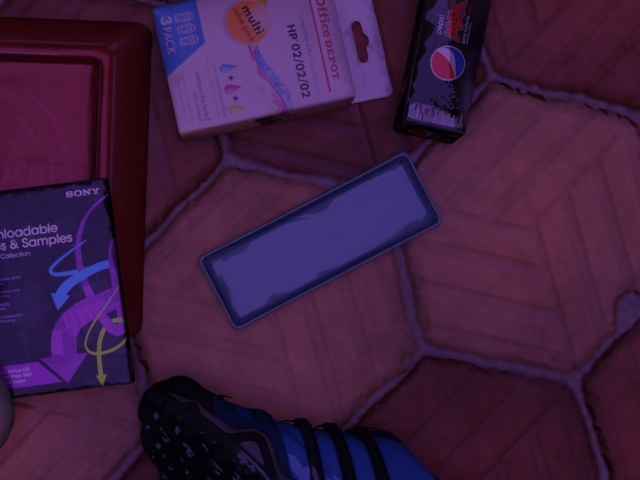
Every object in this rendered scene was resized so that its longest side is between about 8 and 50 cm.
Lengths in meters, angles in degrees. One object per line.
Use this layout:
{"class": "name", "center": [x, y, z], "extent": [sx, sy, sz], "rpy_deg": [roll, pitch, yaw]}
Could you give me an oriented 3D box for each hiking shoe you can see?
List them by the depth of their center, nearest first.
{"class": "hiking shoe", "center": [-0.002, 0.192, 1.264], "extent": [0.304, 0.113, 0.132], "rpy_deg": [32, 44, 10]}

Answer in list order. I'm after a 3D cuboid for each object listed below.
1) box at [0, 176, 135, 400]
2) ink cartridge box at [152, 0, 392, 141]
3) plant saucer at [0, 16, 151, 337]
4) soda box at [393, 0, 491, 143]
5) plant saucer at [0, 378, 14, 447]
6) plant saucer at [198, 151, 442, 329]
{"class": "box", "center": [-0.210, 0.038, 1.236], "extent": [0.116, 0.029, 0.162], "rpy_deg": [-8, 87, -5]}
{"class": "ink cartridge box", "center": [-0.036, -0.150, 1.292], "extent": [0.181, 0.061, 0.104], "rpy_deg": [-13, 87, -5]}
{"class": "plant saucer", "center": [-0.268, -0.055, 1.276], "extent": [0.258, 0.048, 0.259], "rpy_deg": [2, 85, -4]}
{"class": "soda box", "center": [0.103, -0.167, 1.304], "extent": [0.053, 0.060, 0.169], "rpy_deg": [13, 85, -5]}
{"class": "plant saucer", "center": [-0.324, 0.149, 1.194], "extent": [0.195, 0.195, 0.037], "rpy_deg": [-10, 50, -5]}
{"class": "plant saucer", "center": [0.000, 0.000, 1.307], "extent": [0.192, 0.018, 0.067], "rpy_deg": [-27, 89, -5]}
